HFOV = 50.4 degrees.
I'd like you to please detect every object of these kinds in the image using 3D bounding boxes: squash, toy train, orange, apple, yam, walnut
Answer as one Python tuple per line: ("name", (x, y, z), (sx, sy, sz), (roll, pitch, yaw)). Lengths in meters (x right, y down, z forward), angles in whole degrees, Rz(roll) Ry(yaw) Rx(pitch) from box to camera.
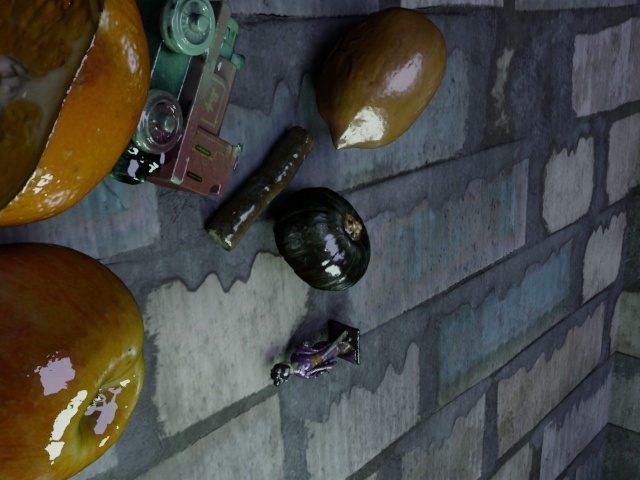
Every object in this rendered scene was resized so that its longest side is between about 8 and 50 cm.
("squash", (0.004, -0.002, 1.208), (0.193, 0.156, 0.193), (-15, 90, -82))
("toy train", (-0.200, -0.214, 0.955), (0.221, 0.150, 0.304), (21, 83, -59))
("orange", (-0.315, -0.179, 0.741), (0.274, 0.274, 0.310), (-22, 122, -42))
("apple", (-0.337, 0.146, 0.771), (0.301, 0.301, 0.302), (-16, 112, -44))
("yam", (-0.096, -0.091, 1.153), (0.253, 0.061, 0.061), (-53, 134, -24))
("walnut", (0.100, -0.285, 1.211), (0.298, 0.203, 0.203), (-55, 135, -17))

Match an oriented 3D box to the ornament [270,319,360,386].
("ornament", (-0.013, 0.219, 1.312), (0.203, 0.088, 0.081), (-11, 108, -43))
